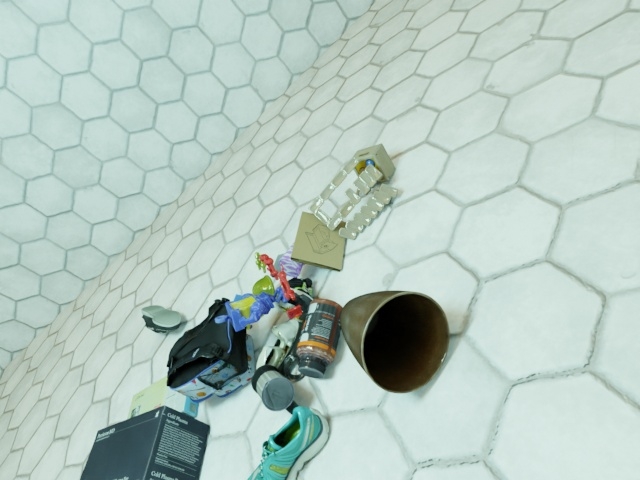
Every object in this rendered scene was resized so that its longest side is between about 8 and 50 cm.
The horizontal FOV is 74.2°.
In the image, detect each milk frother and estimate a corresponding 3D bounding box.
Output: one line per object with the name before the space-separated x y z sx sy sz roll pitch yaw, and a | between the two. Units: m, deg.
milk frother | -0.094 0.362 1.104 0.143 0.129 0.134 -63 18 -12

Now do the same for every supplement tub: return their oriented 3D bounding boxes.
supplement tub | -0.003 0.263 1.140 0.106 0.106 0.198 -16 43 37

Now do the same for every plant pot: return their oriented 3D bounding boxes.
plant pot | 0.140 0.205 0.985 0.215 0.215 0.230 -53 19 -10

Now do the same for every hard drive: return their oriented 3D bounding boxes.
hard drive | -0.116 0.084 1.525 0.135 0.022 0.094 -13 46 40

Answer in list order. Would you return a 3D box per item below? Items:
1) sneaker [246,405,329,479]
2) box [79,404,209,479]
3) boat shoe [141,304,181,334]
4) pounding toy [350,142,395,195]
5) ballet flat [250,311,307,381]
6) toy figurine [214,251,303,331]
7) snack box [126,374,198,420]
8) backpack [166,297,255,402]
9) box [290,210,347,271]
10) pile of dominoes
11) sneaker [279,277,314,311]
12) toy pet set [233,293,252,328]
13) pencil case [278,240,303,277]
sneaker | -0.102 0.503 0.995 0.275 0.110 0.107 -51 34 -6
box | -0.520 0.685 1.198 0.343 0.179 0.313 -27 39 26
boat shoe | -0.670 0.348 1.798 0.114 0.091 0.302 -13 13 -35
pounding toy | 0.168 -0.242 1.477 0.141 0.130 0.100 -7 38 43
ballet flat | -0.109 0.308 1.216 0.095 0.096 0.281 0 55 49
toy figurine | -0.220 0.168 1.253 0.217 0.191 0.362 -24 15 -18
snack box | -0.544 0.567 1.453 0.321 0.060 0.187 -32 36 20
backpack | -0.342 0.362 1.316 0.263 0.213 0.277 -31 30 9
box | 0.000 0.000 1.387 0.021 0.164 0.201 107 175 -50
pile of dominoes | 0.111 -0.133 1.406 0.196 0.040 0.251 44 98 12
sneaker | -0.064 0.150 1.325 0.097 0.084 0.234 -43 20 -16
toy pet set | -0.289 0.253 1.499 0.122 0.065 0.114 -16 44 36
pencil case | -0.053 0.034 1.417 0.088 0.086 0.206 19 49 26
